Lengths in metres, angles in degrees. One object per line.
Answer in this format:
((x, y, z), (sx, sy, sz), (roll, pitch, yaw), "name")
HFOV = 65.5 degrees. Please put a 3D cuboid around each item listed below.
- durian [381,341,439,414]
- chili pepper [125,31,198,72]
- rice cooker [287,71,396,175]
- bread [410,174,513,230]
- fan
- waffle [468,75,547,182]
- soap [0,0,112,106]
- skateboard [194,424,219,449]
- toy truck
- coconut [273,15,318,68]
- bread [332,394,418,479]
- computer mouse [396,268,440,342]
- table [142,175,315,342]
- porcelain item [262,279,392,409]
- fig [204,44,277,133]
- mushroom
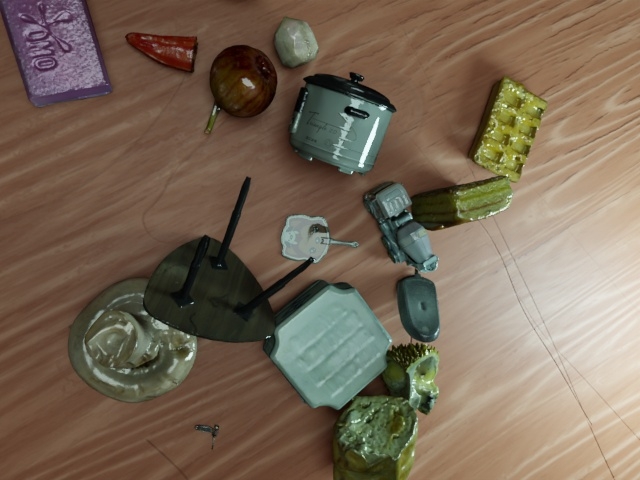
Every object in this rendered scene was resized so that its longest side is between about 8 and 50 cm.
((0.248, 0.389, 1.357), (0.171, 0.167, 0.307), (2, 123, -6), "durian")
((-0.387, -0.470, 1.206), (0.168, 0.065, 0.088), (11, 89, -11), "chili pepper")
((0.052, -0.298, 1.227), (0.241, 0.280, 0.227), (16, 105, -13), "rice cooker")
((0.372, -0.096, 1.336), (0.184, 0.234, 0.111), (-14, 93, -15), "bread")
((0.000, 0.000, 1.357), (0.219, 0.009, 0.132), (6, 94, -14), "fan")
((0.548, -0.323, 1.460), (0.167, 0.057, 0.274), (22, 87, -14), "waffle")
((-0.605, -0.454, 1.137), (0.180, 0.081, 0.260), (-15, 97, -14), "soap")
((-0.289, 0.496, 1.267), (0.063, 0.083, 0.032), (16, 89, -14), "skateboard")
((0.226, -0.034, 1.347), (0.107, 0.140, 0.257), (-29, 100, -11), "toy truck")
((-0.064, -0.509, 1.266), (0.110, 0.110, 0.125), (-25, 105, -12), "coconut")
((0.136, 0.535, 1.276), (0.238, 0.195, 0.252), (-36, 141, -46), "bread")
((0.270, 0.187, 1.379), (0.112, 0.068, 0.229), (6, 51, -7), "computer mouse")
((-0.175, 0.051, 1.103), (0.317, 0.317, 0.249), (28, 125, -14), "table")
((0.014, 0.266, 1.297), (0.285, 0.157, 0.282), (-40, 102, -10), "porcelain item")
((-0.210, -0.375, 1.224), (0.175, 0.207, 0.175), (24, 56, -42), "fig")
((-0.420, 0.234, 1.113), (0.292, 0.290, 0.293), (0, 89, -11), "mushroom")
